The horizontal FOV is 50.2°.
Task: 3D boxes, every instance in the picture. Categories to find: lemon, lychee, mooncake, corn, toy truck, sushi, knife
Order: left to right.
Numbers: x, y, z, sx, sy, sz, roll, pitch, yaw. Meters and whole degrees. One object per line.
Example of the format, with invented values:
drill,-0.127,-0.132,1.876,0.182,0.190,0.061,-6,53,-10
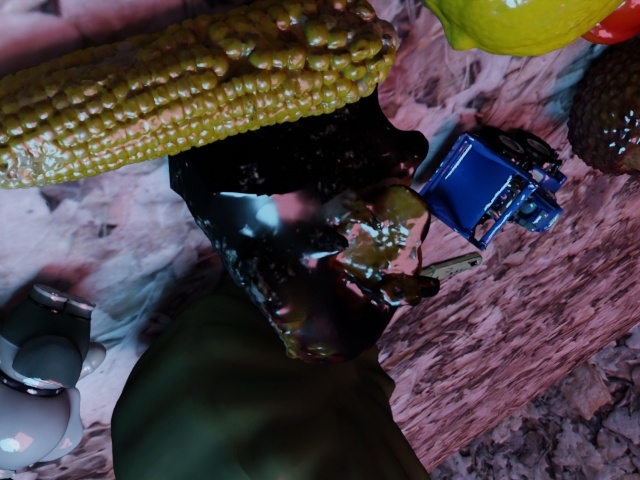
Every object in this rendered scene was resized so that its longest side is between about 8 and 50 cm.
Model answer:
corn,-0.086,-0.113,0.493,0.320,0.097,0.097,-22,147,-21
mooncake,-0.044,0.197,0.736,0.351,0.351,0.187,8,134,-51
sushi,0.000,0.001,0.624,0.216,0.212,0.227,-21,150,-22
knife,0.154,0.060,1.062,0.293,0.019,0.043,-15,142,-34
toy truck,0.224,-0.063,0.851,0.208,0.126,0.113,-3,137,-43
lemon,0.158,-0.231,0.496,0.181,0.180,0.193,-11,146,-36
lychee,0.405,-0.169,0.852,0.188,0.188,0.188,-26,149,-17

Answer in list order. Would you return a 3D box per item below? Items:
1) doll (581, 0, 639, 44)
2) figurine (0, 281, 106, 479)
doll,0.338,-0.281,0.609,0.363,0.160,0.183,-36,-166,-8
figurine,-0.270,0.135,0.615,0.147,0.126,0.192,26,82,-45
